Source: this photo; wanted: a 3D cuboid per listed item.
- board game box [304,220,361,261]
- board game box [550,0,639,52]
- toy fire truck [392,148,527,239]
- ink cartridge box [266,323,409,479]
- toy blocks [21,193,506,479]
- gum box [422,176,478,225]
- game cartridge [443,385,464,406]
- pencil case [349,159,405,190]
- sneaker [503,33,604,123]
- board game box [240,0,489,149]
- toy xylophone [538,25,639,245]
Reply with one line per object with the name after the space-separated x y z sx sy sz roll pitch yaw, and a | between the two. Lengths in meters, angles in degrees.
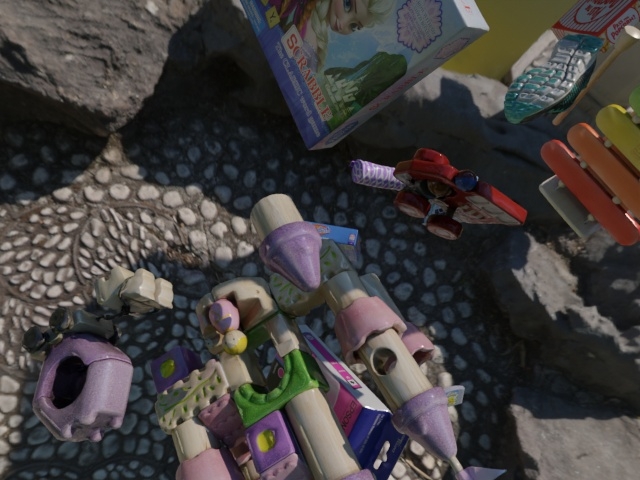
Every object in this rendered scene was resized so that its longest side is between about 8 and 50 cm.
0.000 0.000 1.318 0.211 0.160 0.047 9 73 10 | board game box
0.566 -0.455 0.918 0.045 0.146 0.193 38 106 -26 | board game box
0.352 -0.125 1.261 0.302 0.254 0.169 30 78 -23 | toy fire truck
0.017 0.353 1.036 0.371 0.069 0.175 37 111 43 | ink cartridge box
-0.034 0.160 0.447 0.289 0.309 0.260 -35 56 7 | toy blocks
0.426 -0.129 1.600 0.041 0.184 0.156 24 75 -23 | gum box
0.332 0.402 1.242 0.084 0.017 0.055 -7 111 -21 | game cartridge
0.207 -0.229 1.684 0.206 0.086 0.088 6 50 -29 | pencil case
0.286 -0.180 0.590 0.166 0.076 0.065 -39 48 -17 | sneaker
0.032 -0.348 0.711 0.066 0.318 0.318 -20 84 -45 | board game box
0.451 -0.153 0.706 0.081 0.322 0.236 -23 62 -28 | toy xylophone
